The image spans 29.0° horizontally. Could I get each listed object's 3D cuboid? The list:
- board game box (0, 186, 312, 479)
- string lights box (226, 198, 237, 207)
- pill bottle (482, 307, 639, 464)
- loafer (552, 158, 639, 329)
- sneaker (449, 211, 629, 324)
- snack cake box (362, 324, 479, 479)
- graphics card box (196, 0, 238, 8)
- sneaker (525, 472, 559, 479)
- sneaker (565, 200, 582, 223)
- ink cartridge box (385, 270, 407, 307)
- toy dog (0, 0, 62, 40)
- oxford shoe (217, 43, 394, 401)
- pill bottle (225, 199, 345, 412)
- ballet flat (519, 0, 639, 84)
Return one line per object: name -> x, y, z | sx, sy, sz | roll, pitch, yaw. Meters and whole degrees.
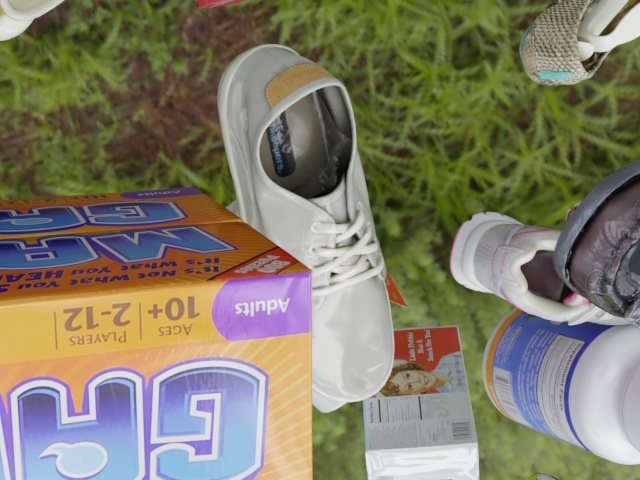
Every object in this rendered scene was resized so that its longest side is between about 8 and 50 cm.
board game box -> -0.229, 0.168, 1.058 | 0.356, 0.356, 0.356 | -5, 104, -20
string lights box -> -0.067, -0.004, 2.026 | 0.077, 0.260, 0.133 | -37, 107, -5
pill bottle -> 0.309, 0.156, 1.351 | 0.152, 0.272, 0.152 | -3, 96, -25
loafer -> 0.251, 0.020, 0.781 | 0.302, 0.095, 0.109 | 12, 116, -55
sneaker -> 0.260, 0.041, 1.224 | 0.252, 0.111, 0.103 | 6, 102, -18
snack cake box -> 0.135, 0.235, 1.750 | 0.152, 0.264, 0.089 | -5, 123, 3
graphics card box -> -0.054, -0.373, 0.916 | 0.094, 0.233, 0.371 | -19, 102, -26
sneaker -> 0.299, 0.388, 1.515 | 0.121, 0.300, 0.111 | -40, 109, -1
sneaker -> 0.394, 0.069, 1.512 | 0.107, 0.118, 0.279 | -29, 105, 34
ink cartridge box -> 0.064, 0.019, 1.885 | 0.179, 0.145, 0.045 | 22, 120, -44
toy dog -> -0.571, -0.372, 1.842 | 0.284, 0.408, 0.395 | 34, 76, -26
oxford shoe -> 0.000, 0.000, 1.385 | 0.169, 0.130, 0.449 | -28, 118, -27
pill bottle -> -0.052, 0.090, 1.659 | 0.161, 0.161, 0.283 | -41, 102, 21
ballet flat -> 0.523, -0.432, 2.033 | 0.483, 0.182, 0.164 | -50, 126, -15
